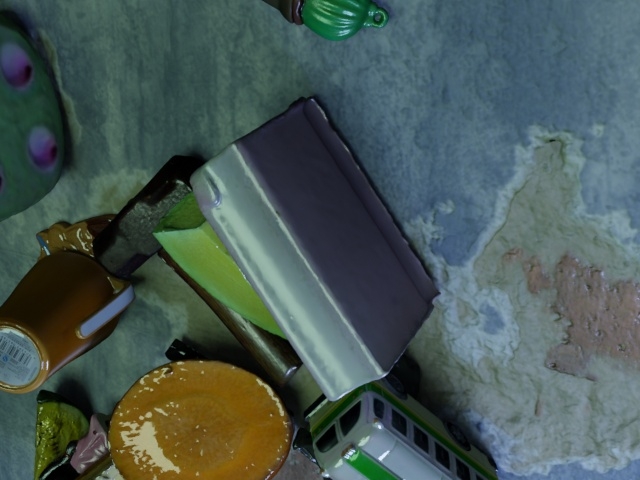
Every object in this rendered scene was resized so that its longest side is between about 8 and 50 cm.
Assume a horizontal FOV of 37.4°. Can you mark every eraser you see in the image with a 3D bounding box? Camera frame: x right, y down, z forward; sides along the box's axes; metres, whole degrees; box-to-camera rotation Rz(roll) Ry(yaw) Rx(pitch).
[{"bbox_3d":[0.000,0.000,1.318,0.122,0.272,0.359,-30,98,33],"label":"eraser"}]

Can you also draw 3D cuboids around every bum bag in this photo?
[{"bbox_3d":[0.053,0.293,1.547,0.142,0.080,0.326,29,122,4],"label":"bum bag"}]

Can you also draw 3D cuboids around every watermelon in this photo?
[{"bbox_3d":[-0.522,0.406,1.852,0.123,0.129,0.301,21,116,21],"label":"watermelon"}]

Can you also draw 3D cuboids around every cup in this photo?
[{"bbox_3d":[-0.438,0.135,1.580,0.226,0.264,0.182,-14,106,16],"label":"cup"}]

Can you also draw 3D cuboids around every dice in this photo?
[{"bbox_3d":[-0.633,-0.184,1.514,0.318,0.322,0.330,-2,113,27],"label":"dice"}]

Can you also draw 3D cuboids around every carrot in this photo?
[{"bbox_3d":[-0.197,0.323,1.581,0.307,0.100,0.259,-6,88,3],"label":"carrot"}]

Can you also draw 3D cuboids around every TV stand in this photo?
[{"bbox_3d":[-0.158,0.253,1.649,0.249,0.036,0.042,30,157,10],"label":"TV stand"}]

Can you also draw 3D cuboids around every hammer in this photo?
[{"bbox_3d":[-0.174,0.079,1.549,0.242,0.095,0.409,-36,98,29],"label":"hammer"}]

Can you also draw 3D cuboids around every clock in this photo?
[{"bbox_3d":[-0.415,0.454,1.794,0.194,0.100,0.195,43,94,-5],"label":"clock"}]

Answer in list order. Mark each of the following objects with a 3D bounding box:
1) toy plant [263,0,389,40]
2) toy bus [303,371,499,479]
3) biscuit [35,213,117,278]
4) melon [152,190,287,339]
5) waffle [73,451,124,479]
[{"bbox_3d":[0.002,-0.346,1.264,0.200,0.105,0.143,16,106,-1],"label":"toy plant"},{"bbox_3d":[0.133,0.339,1.422,0.305,0.179,0.143,40,105,-18],"label":"toy bus"},{"bbox_3d":[-0.433,0.042,1.698,0.183,0.043,0.280,48,127,-5],"label":"biscuit"},{"bbox_3d":[-0.079,0.042,1.440,0.196,0.124,0.323,-42,109,-8],"label":"melon"},{"bbox_3d":[-0.324,0.500,1.703,0.376,0.114,0.261,-39,97,1],"label":"waffle"}]
